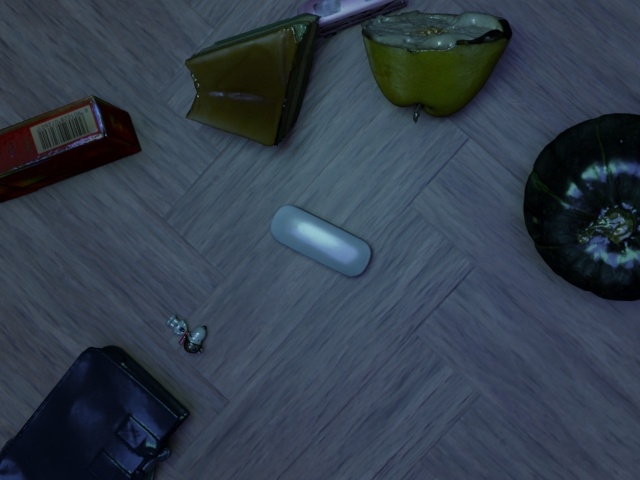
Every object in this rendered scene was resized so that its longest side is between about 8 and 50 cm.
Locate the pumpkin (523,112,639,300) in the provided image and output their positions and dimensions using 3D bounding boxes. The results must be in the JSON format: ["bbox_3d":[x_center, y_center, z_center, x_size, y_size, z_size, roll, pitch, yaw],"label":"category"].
[{"bbox_3d":[0.506,-0.055,1.621,0.323,0.241,0.324,3,104,14],"label":"pumpkin"}]

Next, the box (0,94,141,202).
[{"bbox_3d":[-0.511,-0.159,1.764,0.313,0.197,0.089,-19,87,6],"label":"box"}]

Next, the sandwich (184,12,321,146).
[{"bbox_3d":[-0.127,-0.314,1.704,0.198,0.155,0.228,20,119,6],"label":"sandwich"}]

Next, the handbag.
[{"bbox_3d":[-0.410,0.388,1.789,0.269,0.118,0.326,40,95,12],"label":"handbag"}]

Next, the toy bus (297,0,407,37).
[{"bbox_3d":[0.058,-0.427,1.754,0.203,0.090,0.063,-19,87,5],"label":"toy bus"}]

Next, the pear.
[{"bbox_3d":[0.204,-0.305,1.702,0.266,0.267,0.178,0,120,7],"label":"pear"}]

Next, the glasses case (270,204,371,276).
[{"bbox_3d":[0.000,0.000,1.776,0.197,0.049,0.076,26,93,6],"label":"glasses case"}]

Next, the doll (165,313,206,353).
[{"bbox_3d":[-0.255,0.178,1.811,0.085,0.040,0.058,20,79,2],"label":"doll"}]
